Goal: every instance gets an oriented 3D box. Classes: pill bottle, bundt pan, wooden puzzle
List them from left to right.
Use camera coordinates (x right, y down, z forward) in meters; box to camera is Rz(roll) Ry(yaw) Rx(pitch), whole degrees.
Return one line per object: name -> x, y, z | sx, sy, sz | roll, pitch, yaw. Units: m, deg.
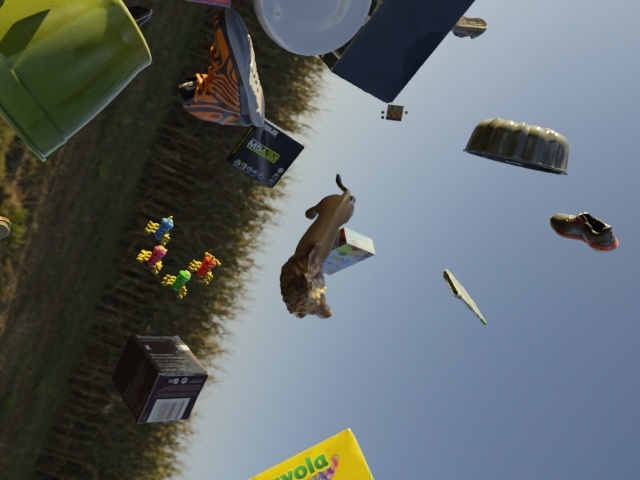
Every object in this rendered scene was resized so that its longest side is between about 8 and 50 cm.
pill bottle -> -0.053, -0.494, 1.055 | 0.204, 0.204, 0.361 | -63, -151, 27
wooden puzzle -> 0.227, -0.392, 1.751 | 0.006, 0.083, 0.049 | -80, 178, -65
bundt pan -> 0.633, -0.306, 1.822 | 0.331, 0.331, 0.124 | -126, -130, -78

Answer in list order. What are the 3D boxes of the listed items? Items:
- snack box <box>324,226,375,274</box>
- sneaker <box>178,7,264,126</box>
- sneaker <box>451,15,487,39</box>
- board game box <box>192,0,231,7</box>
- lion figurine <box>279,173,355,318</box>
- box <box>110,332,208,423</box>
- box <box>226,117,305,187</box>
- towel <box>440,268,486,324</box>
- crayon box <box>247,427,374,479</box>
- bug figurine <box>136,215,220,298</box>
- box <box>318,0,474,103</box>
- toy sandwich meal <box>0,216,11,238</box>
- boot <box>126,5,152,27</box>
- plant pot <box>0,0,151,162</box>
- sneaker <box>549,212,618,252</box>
snack box -> 0.056, 0.041, 1.985 | 0.207, 0.175, 0.070 | -25, -119, 32
sneaker -> -0.233, -0.358, 1.256 | 0.321, 0.180, 0.124 | 83, 6, -58
sneaker -> 0.439, -0.668, 1.799 | 0.071, 0.189, 0.066 | -44, -128, 53
board game box -> -0.442, -0.722, 1.606 | 0.208, 0.347, 0.056 | -129, -136, -55
lion figurine -> 0.000, 0.000, 1.397 | 0.240, 0.142, 0.391 | 152, -45, -82
box -> -0.463, 0.392, 1.640 | 0.203, 0.169, 0.167 | 36, -74, 41
box -> -0.177, -0.285, 1.856 | 0.184, 0.191, 0.045 | -47, -139, 16
towel -> 0.383, 0.154, 1.529 | 0.023, 0.152, 0.113 | -36, -147, 15
crayon box -> -0.022, 0.662, 1.302 | 0.313, 0.363, 0.106 | 61, -6, 34
bug figurine -> -0.486, 0.059, 1.929 | 0.216, 0.279, 0.072 | -46, -177, 23
box -> 0.156, -0.749, 1.643 | 0.480, 0.297, 0.471 | -50, -126, 24
toy sandwich meal -> -0.993, -0.038, 1.746 | 0.029, 0.086, 0.085 | 57, -47, 36
boot -> -0.554, -0.575, 1.637 | 0.198, 0.077, 0.137 | -43, 147, -29
plant pot -> -0.606, -0.431, 1.328 | 0.353, 0.366, 0.366 | -37, -176, -14
sneaker -> 0.521, -0.034, 1.132 | 0.061, 0.064, 0.158 | -30, -149, -13
